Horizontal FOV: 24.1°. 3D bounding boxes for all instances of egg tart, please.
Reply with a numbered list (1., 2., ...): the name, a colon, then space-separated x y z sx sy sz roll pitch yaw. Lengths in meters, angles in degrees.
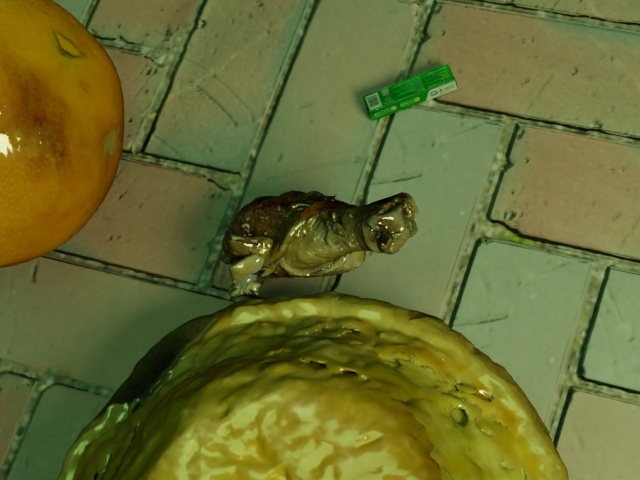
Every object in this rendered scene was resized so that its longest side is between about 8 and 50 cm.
1. egg tart: -0.024 0.232 1.106 0.443 0.178 0.443 -5 66 12

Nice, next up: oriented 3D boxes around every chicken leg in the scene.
1. chicken leg: 0.003 -0.002 1.240 0.196 0.125 0.080 -9 100 29

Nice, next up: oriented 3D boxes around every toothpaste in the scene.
1. toothpaste: 0.081 -0.133 1.345 0.083 0.017 0.020 -21 59 4

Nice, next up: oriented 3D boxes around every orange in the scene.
1. orange: -0.296 -0.105 1.294 0.261 0.261 0.261 -6 64 12
